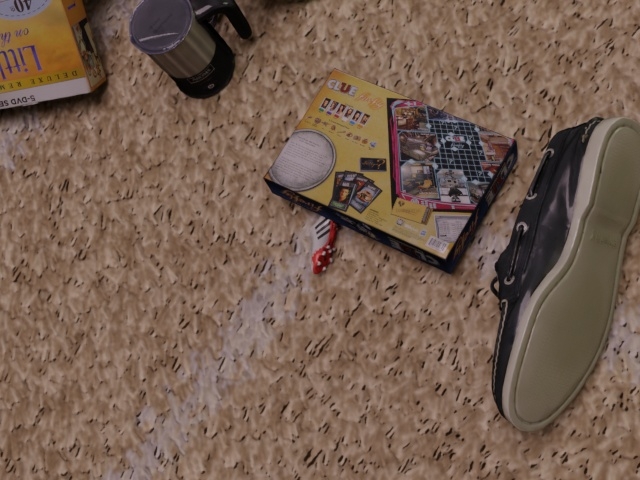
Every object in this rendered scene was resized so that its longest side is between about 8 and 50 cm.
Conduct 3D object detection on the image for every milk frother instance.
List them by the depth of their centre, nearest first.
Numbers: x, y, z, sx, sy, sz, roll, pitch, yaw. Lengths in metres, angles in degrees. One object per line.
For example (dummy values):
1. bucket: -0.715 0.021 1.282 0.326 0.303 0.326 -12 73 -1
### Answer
1. milk frother: -0.171 -0.271 1.502 0.129 0.135 0.143 -46 65 -1

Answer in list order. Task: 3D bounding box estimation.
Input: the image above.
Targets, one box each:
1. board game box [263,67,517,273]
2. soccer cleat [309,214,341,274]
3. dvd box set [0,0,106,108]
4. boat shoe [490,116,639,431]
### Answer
1. board game box: 0.080 -0.084 1.397 0.243 0.042 0.165 26 74 24
2. soccer cleat: 0.000 0.000 1.420 0.035 0.029 0.083 9 73 30
3. dvd box set: -0.473 -0.363 1.527 0.307 0.062 0.421 -7 113 17
4. boat shoe: 0.238 0.028 1.289 0.113 0.127 0.340 12 84 51
